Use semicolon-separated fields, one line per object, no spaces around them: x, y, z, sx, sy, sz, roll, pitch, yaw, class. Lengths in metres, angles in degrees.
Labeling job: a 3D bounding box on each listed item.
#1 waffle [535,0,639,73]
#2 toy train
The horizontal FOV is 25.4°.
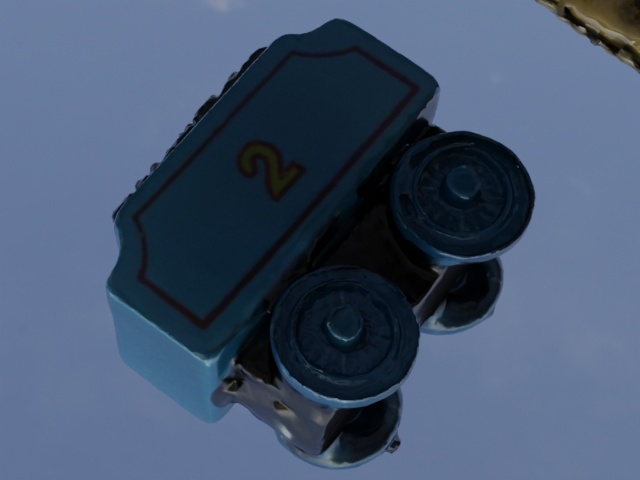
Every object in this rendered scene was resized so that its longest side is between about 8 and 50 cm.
0.257;-0.269;0.784;0.261;0.114;0.376;38;-69;19;waffle
0.000;0.000;1.068;0.265;0.188;0.300;34;-113;14;toy train
